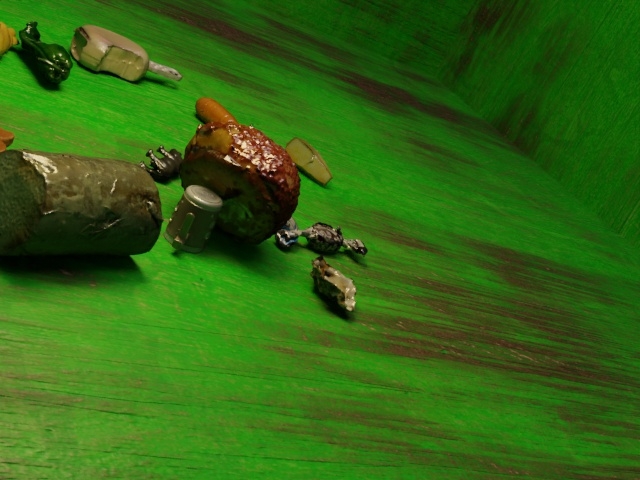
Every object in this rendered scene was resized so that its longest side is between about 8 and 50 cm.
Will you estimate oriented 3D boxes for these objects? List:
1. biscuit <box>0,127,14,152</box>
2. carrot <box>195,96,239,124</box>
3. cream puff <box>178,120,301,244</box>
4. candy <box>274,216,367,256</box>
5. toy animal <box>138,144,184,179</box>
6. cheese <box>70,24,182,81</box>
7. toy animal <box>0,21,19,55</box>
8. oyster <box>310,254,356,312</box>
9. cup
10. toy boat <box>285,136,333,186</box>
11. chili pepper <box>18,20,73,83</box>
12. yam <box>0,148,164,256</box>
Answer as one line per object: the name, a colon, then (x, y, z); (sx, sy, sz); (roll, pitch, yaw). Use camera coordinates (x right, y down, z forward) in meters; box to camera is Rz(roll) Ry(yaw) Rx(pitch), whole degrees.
biscuit: (-0.593, -0.169, 1.563); (0.183, 0.043, 0.280); (13, 30, -26)
carrot: (-0.211, -0.255, 2.225); (0.271, 0.062, 0.066); (47, -6, 32)
cream puff: (-0.142, -0.113, 1.724); (0.240, 0.240, 0.164); (31, 64, 8)
candy: (0.000, 0.000, 1.907); (0.226, 0.051, 0.094); (8, 39, -39)
toy animal: (-0.302, -0.154, 1.886); (0.065, 0.047, 0.135); (35, 20, 3)
cheese: (-0.457, -0.435, 2.299); (0.286, 0.082, 0.163); (13, 26, -37)
toy animal: (-0.682, -0.424, 2.032); (0.070, 0.083, 0.159); (0, 12, -2)
oyster: (0.017, 0.075, 1.740); (0.103, 0.051, 0.148); (41, 17, -17)
cup: (-0.224, -0.038, 1.634); (0.074, 0.099, 0.102); (36, 22, 22)
toy boat: (-0.030, -0.194, 2.303); (0.066, 0.065, 0.172); (34, 12, -50)
chili pepper: (-0.588, -0.399, 2.043); (0.074, 0.100, 0.257); (-34, 44, -16)
yam: (-0.369, -0.052, 1.415); (0.161, 0.161, 0.268); (42, 22, 31)
